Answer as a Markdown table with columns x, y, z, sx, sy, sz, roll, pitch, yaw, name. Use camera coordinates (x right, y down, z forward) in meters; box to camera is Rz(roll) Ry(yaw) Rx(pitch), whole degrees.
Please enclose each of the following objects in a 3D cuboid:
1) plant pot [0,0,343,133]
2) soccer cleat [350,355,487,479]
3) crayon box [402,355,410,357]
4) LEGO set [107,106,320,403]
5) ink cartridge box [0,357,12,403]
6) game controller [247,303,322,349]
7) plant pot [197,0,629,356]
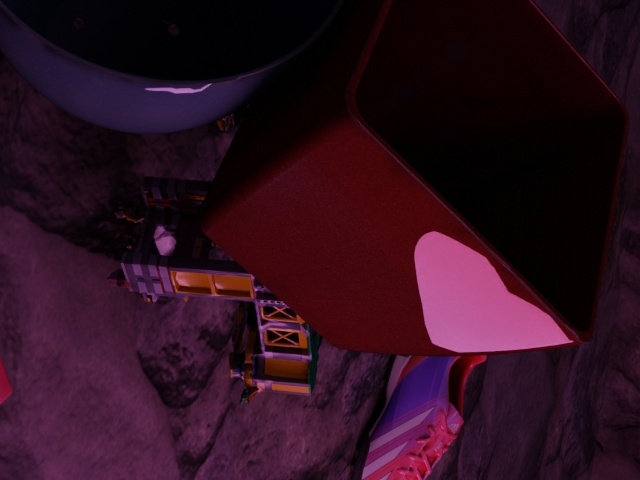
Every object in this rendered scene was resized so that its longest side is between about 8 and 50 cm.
| x | y | z | sx | sy | sz | roll | pitch | yaw | name |
| --- | --- | --- | --- | --- | --- | --- | --- | --- | --- |
| -0.138 | -0.196 | 0.978 | 0.290 | 0.290 | 0.195 | -62 | -177 | -29 | plant pot |
| 0.130 | 0.270 | 1.722 | 0.109 | 0.116 | 0.318 | 51 | 54 | -54 | soccer cleat |
| 0.130 | -0.003 | 1.674 | 0.165 | 0.081 | 0.279 | -20 | 115 | -58 | crayon box |
| -0.089 | -0.019 | 1.223 | 0.255 | 0.192 | 0.331 | 82 | 14 | -64 | LEGO set |
| -0.327 | 0.058 | 0.845 | 0.172 | 0.100 | 0.237 | -50 | 141 | -42 | ink cartridge box |
| 0.000 | 0.000 | 1.479 | 0.166 | 0.067 | 0.319 | 68 | 40 | -66 | game controller |
| 0.061 | -0.058 | 1.009 | 0.267 | 0.235 | 0.267 | 42 | 45 | -23 | plant pot |
